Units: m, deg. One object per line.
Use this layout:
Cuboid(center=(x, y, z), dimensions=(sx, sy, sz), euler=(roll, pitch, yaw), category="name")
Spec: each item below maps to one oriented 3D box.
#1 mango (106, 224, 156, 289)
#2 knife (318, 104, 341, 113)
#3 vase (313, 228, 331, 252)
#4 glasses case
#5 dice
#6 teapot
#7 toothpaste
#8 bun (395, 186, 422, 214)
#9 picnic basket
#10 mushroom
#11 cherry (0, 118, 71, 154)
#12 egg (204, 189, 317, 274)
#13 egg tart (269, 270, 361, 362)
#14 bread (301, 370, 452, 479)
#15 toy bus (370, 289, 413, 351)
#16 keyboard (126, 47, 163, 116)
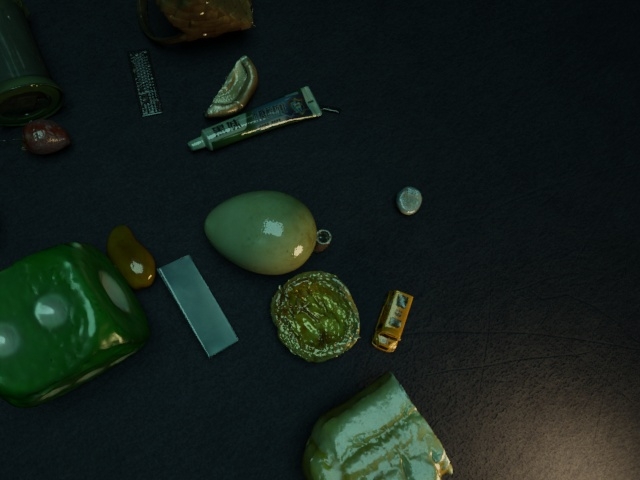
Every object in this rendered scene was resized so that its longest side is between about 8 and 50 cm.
Cuboid(center=(-0.493, 0.043, 1.638), dimensions=(0.102, 0.085, 0.184), euler=(-32, 81, -10), category="mango")
Cuboid(center=(-0.023, -0.386, 1.843), dimensions=(0.170, 0.010, 0.023), euler=(7, 72, -6), category="knife")
Cuboid(center=(0.000, 0.000, 1.719), dimensions=(0.053, 0.100, 0.053), euler=(2, 79, -10), category="vase")
Cuboid(center=(-0.325, 0.175, 1.662), dimensions=(0.105, 0.056, 0.266), euler=(-27, 84, -38), category="glasses case")
Cuboid(center=(-0.597, 0.191, 1.458), dimensions=(0.300, 0.297, 0.287), euler=(-30, 86, 0), category="dice")
Cuboid(center=(-0.840, -0.477, 1.619), dimensions=(0.270, 0.200, 0.337), euler=(-19, 80, -34), category="teapot")
Cuboid(center=(-0.184, -0.330, 1.777), dimensions=(0.392, 0.061, 0.098), euler=(-24, 83, -15), category="toothpaste")
Cuboid(center=(0.250, -0.114, 1.814), dimensions=(0.083, 0.045, 0.083), euler=(1, 81, -8), category="bun")
Cuboid(center=(-0.383, -0.685, 1.733), dimensions=(0.337, 0.337, 0.293), euler=(-5, 86, -10), category="picnic basket")
Cuboid(center=(-0.240, -0.413, 1.779), dimensions=(0.094, 0.072, 0.209), euler=(28, 79, -1), category="mushroom")
Cuboid(center=(-0.762, -0.268, 1.634), dimensions=(0.226, 0.107, 0.090), euler=(0, 93, -22), category="cherry")
Cuboid(center=(-0.155, -0.024, 1.642), dimensions=(0.295, 0.218, 0.218), euler=(9, 77, 8), category="egg")
Cuboid(center=(-0.010, 0.200, 1.684), dimensions=(0.252, 0.098, 0.232), euler=(34, 82, 3), category="egg tart")
Cuboid(center=(0.120, 0.538, 1.578), dimensions=(0.341, 0.210, 0.300), euler=(-34, 74, -14), category="bread")
Cuboid(center=(0.196, 0.219, 1.722), dimensions=(0.070, 0.074, 0.162), euler=(22, 75, -6), category="toy bus")
Cuboid(center=(-0.490, -0.442, 1.775), dimensions=(0.064, 0.010, 0.198), euler=(-13, 81, -10), category="keyboard")
